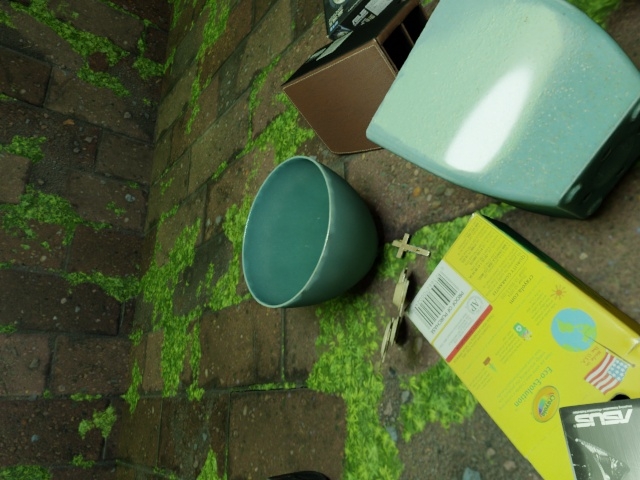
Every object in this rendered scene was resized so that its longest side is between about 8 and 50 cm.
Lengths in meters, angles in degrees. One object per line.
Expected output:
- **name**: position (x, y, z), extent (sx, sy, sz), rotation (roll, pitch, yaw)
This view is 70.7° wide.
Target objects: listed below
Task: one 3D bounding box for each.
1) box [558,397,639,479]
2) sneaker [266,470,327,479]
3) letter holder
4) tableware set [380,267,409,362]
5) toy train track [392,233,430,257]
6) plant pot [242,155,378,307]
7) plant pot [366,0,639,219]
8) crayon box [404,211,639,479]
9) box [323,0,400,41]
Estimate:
- **box**: position (0.340, 0.218, 0.365), extent (0.231, 0.056, 0.183), rotation (-27, 49, 40)
- **sneaker**: position (-0.009, 0.515, 0.813), extent (0.314, 0.116, 0.136), rotation (-11, 72, 50)
- **letter holder**: position (0.102, -0.316, 0.941), extent (0.302, 0.214, 0.152), rotation (0, 47, 53)
- **tableware set**: position (0.128, 0.121, 0.757), extent (0.020, 0.169, 0.141), rotation (13, 96, 12)
- **toy train track**: position (0.169, 0.016, 0.833), extent (0.083, 0.014, 0.048), rotation (20, 87, 48)
- **plant pot**: position (0.000, 0.000, 0.904), extent (0.290, 0.196, 0.290), rotation (-21, 62, 47)
- **plant pot**: position (0.266, -0.157, 0.587), extent (0.252, 0.248, 0.247), rotation (46, 116, 36)
- **crayon box**: position (0.273, 0.131, 0.601), extent (0.202, 0.081, 0.318), rotation (-59, 39, 21)
- **box**: position (0.094, -0.577, 1.074), extent (0.180, 0.078, 0.147), rotation (-30, 55, 44)
